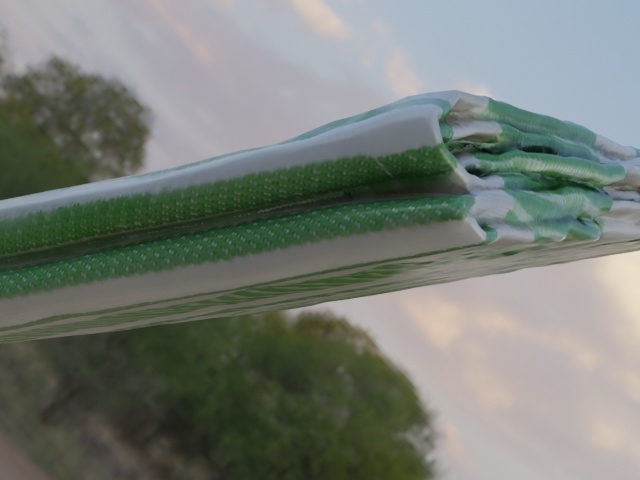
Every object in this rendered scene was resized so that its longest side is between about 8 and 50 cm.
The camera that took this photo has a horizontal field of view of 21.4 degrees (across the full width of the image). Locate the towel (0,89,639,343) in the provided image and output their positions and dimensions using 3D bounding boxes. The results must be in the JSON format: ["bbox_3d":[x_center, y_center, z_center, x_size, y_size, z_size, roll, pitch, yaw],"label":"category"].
[{"bbox_3d":[0.000,0.000,0.560,0.325,0.247,0.038,-3,82,-63],"label":"towel"}]
